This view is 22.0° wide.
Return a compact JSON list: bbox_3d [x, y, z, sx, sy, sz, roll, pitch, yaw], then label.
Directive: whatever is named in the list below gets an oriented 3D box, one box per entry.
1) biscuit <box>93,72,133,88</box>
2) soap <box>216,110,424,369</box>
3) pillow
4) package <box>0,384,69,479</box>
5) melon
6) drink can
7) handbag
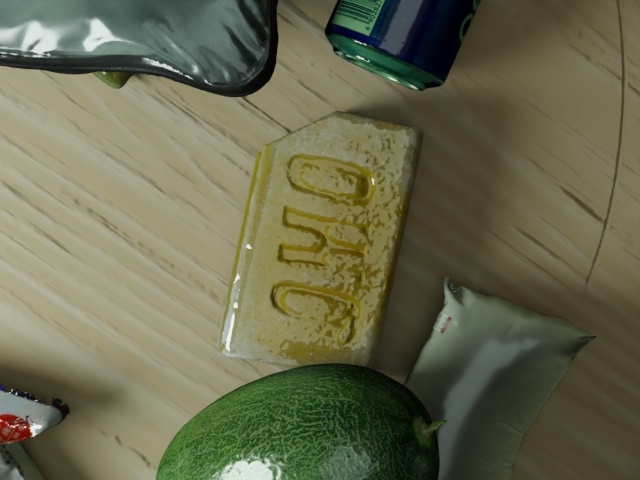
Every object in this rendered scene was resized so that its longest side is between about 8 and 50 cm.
[{"bbox_3d":[-0.098,-0.270,1.459,0.322,0.038,0.099,-43,91,1],"label":"biscuit"},{"bbox_3d":[0.000,0.000,1.460,0.140,0.073,0.232,12,92,-7],"label":"soap"},{"bbox_3d":[0.132,0.171,1.472,0.144,0.078,0.254,22,93,-1],"label":"pillow"},{"bbox_3d":[-0.358,0.187,1.464,0.269,0.071,0.194,5,91,10],"label":"package"},{"bbox_3d":[-0.014,0.198,1.392,0.287,0.182,0.182,-26,95,33],"label":"melon"},{"bbox_3d":[0.091,-0.239,1.428,0.118,0.118,0.205,25,93,-4],"label":"drink can"},{"bbox_3d":[-0.173,-0.232,1.410,0.332,0.075,0.192,8,81,11],"label":"handbag"}]
